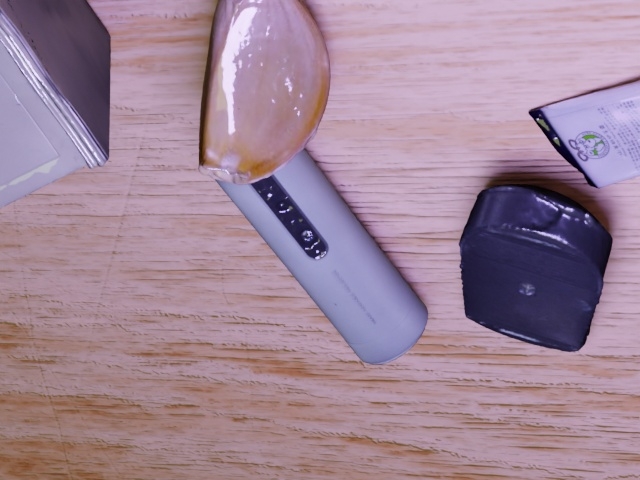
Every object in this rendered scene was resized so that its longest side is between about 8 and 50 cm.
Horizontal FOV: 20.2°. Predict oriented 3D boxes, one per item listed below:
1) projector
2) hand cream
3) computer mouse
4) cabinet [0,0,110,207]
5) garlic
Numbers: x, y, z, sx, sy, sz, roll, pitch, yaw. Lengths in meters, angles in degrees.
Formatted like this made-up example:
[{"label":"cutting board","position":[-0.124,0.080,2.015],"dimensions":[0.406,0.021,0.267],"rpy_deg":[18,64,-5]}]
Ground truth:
[{"label":"projector","position":[0.000,0.000,2.134],"dimensions":[0.108,0.108,0.337],"rpy_deg":[-16,126,35]},{"label":"hand cream","position":[0.380,-0.130,1.873],"dimensions":[0.336,0.076,0.121],"rpy_deg":[-15,121,43]},{"label":"computer mouse","position":[0.248,0.022,2.068],"dimensions":[0.168,0.087,0.295],"rpy_deg":[18,151,11]},{"label":"cabinet","position":[-0.418,-0.171,1.927],"dimensions":[0.318,0.290,0.227],"rpy_deg":[-26,123,12]},{"label":"garlic","position":[-0.070,-0.182,1.936],"dimensions":[0.145,0.164,0.245],"rpy_deg":[16,116,21]}]
